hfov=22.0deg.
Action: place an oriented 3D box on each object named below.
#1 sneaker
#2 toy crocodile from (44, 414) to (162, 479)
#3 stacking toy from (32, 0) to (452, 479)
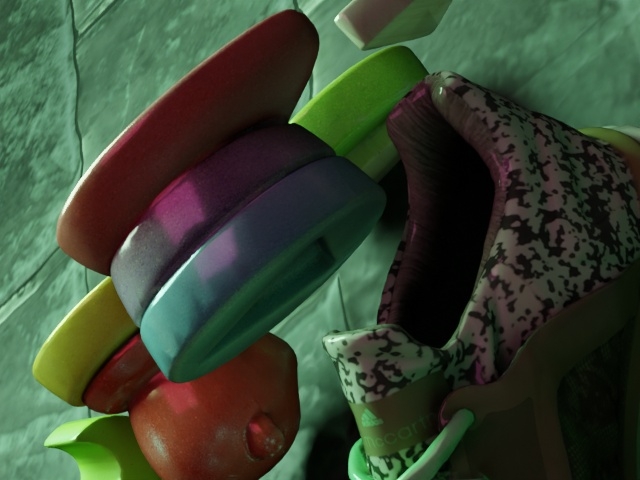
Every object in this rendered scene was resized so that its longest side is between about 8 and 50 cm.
[{"bbox_3d":[0.057,0.105,0.685,0.158,0.182,0.410,-24,48,44],"label":"sneaker"},{"bbox_3d":[-0.153,0.266,0.935,0.115,0.105,0.340,4,70,56],"label":"toy crocodile"},{"bbox_3d":[0.000,0.000,0.854,0.279,0.130,0.309,-38,-11,-21],"label":"stacking toy"}]
